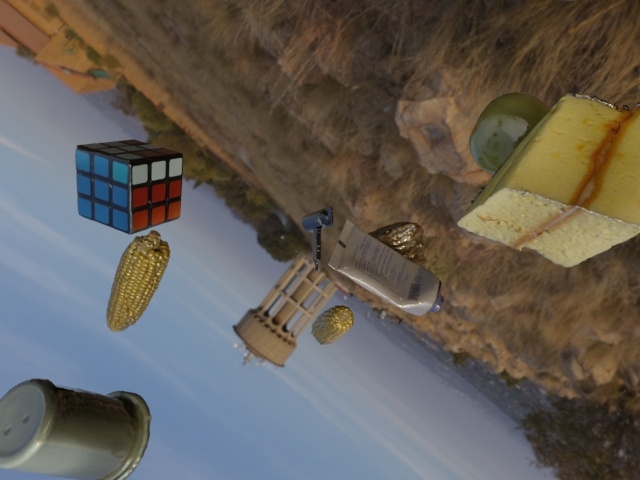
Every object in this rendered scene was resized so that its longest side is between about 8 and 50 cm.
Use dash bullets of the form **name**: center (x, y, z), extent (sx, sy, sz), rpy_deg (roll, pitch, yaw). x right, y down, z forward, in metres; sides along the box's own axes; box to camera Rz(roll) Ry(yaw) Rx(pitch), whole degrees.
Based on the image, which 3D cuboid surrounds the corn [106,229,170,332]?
- **corn**: center (-0.544, 0.121, 1.367), extent (0.130, 0.347, 0.130), rpy_deg (25, -159, -10)

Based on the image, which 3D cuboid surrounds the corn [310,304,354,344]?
- **corn**: center (0.037, 0.270, 1.492), extent (0.106, 0.106, 0.305), rpy_deg (39, 158, 6)

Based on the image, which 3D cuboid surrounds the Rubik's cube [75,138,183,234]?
- **Rubik's cube**: center (-0.418, -0.124, 1.018), extent (0.162, 0.160, 0.163), rpy_deg (19, -156, 23)

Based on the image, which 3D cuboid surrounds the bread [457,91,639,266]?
- **bread**: center (0.596, -0.153, 1.102), extent (0.345, 0.405, 0.242), rpy_deg (30, 160, 1)

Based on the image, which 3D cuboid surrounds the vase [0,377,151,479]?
- **vase**: center (-0.584, 0.436, 1.064), extent (0.245, 0.245, 0.291), rpy_deg (37, 170, 36)

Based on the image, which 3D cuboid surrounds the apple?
- **apple**: center (0.599, -0.319, 1.431), extent (0.262, 0.262, 0.262), rpy_deg (40, 176, 4)

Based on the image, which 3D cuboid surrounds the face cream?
- **face cream**: center (0.234, 0.109, 1.552), extent (0.420, 0.235, 0.137), rpy_deg (33, 136, -8)

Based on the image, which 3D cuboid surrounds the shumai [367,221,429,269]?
- **shumai**: center (0.303, 0.079, 1.857), extent (0.217, 0.346, 0.283), rpy_deg (-17, 97, 54)

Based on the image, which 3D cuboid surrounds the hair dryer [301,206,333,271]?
- **hair dryer**: center (0.000, 0.000, 1.858), extent (0.078, 0.248, 0.195), rpy_deg (3, 173, -27)
